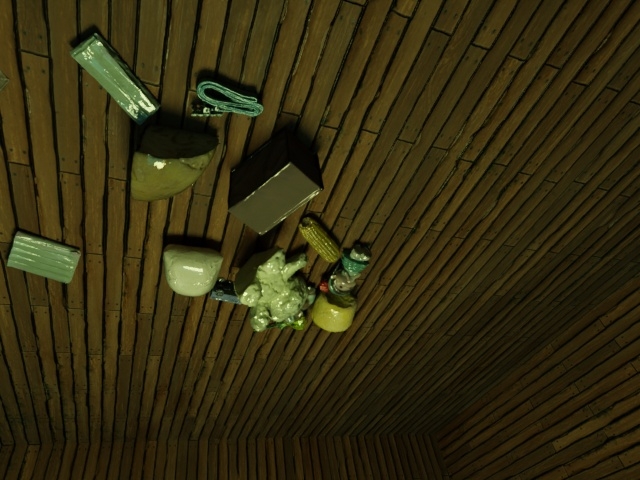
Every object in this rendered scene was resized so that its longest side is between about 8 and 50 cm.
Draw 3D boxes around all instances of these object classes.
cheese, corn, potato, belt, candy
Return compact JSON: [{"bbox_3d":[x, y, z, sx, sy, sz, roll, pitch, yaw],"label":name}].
[{"bbox_3d":[-0.449,0.103,1.490,0.198,0.154,0.189,9,113,-16],"label":"cheese"},{"bbox_3d":[0.000,0.000,1.542,0.080,0.080,0.238,-26,132,15],"label":"corn"},{"bbox_3d":[-0.415,-0.170,1.193,0.211,0.189,0.264,11,132,-23],"label":"potato"},{"bbox_3d":[-0.242,-0.360,1.129,0.179,0.065,0.100,10,122,-21],"label":"belt"},{"bbox_3d":[-0.179,0.375,1.906,0.262,0.077,0.073,-15,152,14],"label":"candy"}]

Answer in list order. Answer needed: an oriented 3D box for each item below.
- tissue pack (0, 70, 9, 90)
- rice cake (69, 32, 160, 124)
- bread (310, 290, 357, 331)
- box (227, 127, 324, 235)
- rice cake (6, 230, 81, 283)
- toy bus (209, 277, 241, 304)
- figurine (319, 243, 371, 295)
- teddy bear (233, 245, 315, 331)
[{"bbox_3d":[-0.807,-0.359,0.988,0.111,0.085,0.079,-22,134,11],"label":"tissue pack"},{"bbox_3d":[-0.496,-0.390,1.056,0.085,0.040,0.226,-25,135,12],"label":"rice cake"},{"bbox_3d":[0.054,0.282,1.776,0.197,0.197,0.170,6,121,-18],"label":"bread"},{"bbox_3d":[-0.138,-0.172,1.257,0.252,0.188,0.153,-32,133,22],"label":"box"},{"bbox_3d":[-0.919,0.058,1.427,0.198,0.037,0.189,20,128,-30],"label":"rice cake"},{"bbox_3d":[-0.345,0.203,1.679,0.167,0.073,0.076,16,133,-22],"label":"toy bus"},{"bbox_3d":[0.100,0.115,1.667,0.138,0.110,0.245,19,126,-16],"label":"figurine"},{"bbox_3d":[-0.128,0.200,1.564,0.362,0.375,0.327,41,77,-18],"label":"teddy bear"}]
